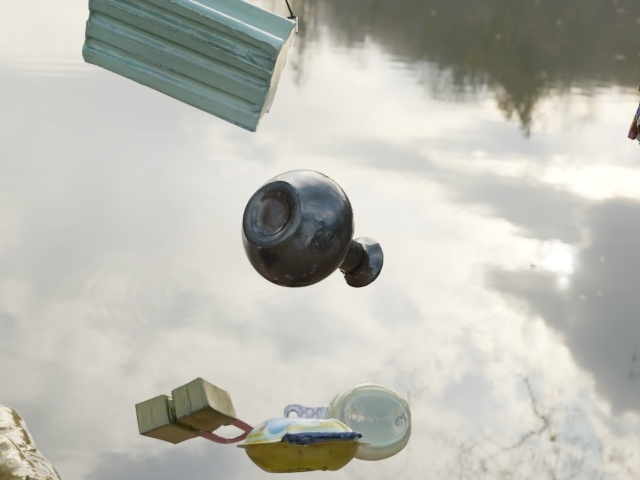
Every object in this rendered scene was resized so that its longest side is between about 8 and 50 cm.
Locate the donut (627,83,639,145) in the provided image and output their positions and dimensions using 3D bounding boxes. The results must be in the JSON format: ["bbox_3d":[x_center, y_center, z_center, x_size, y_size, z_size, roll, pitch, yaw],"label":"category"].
[{"bbox_3d":[0.289,-0.105,0.604,0.235,0.089,0.235,-7,-3,0],"label":"donut"}]

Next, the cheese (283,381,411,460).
[{"bbox_3d":[0.045,0.309,1.844,0.227,0.064,0.137,7,62,-16],"label":"cheese"}]

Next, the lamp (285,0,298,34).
[{"bbox_3d":[-0.055,-0.325,1.368,0.041,0.121,0.054,-2,40,17],"label":"lamp"}]

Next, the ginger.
[{"bbox_3d":[-0.290,0.247,1.061,0.081,0.147,0.334,-14,4,-23],"label":"ginger"}]

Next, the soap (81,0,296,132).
[{"bbox_3d":[-0.133,-0.199,1.063,0.198,0.114,0.063,24,40,3],"label":"soap"}]

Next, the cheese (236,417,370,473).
[{"bbox_3d":[-0.016,0.260,1.363,0.177,0.069,0.270,2,-14,-12],"label":"cheese"}]

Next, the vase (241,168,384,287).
[{"bbox_3d":[0.000,0.000,1.094,0.120,0.120,0.183,20,-5,36],"label":"vase"}]

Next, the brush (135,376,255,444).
[{"bbox_3d":[-0.156,0.251,1.487,0.103,0.047,0.233,-23,-25,12],"label":"brush"}]
